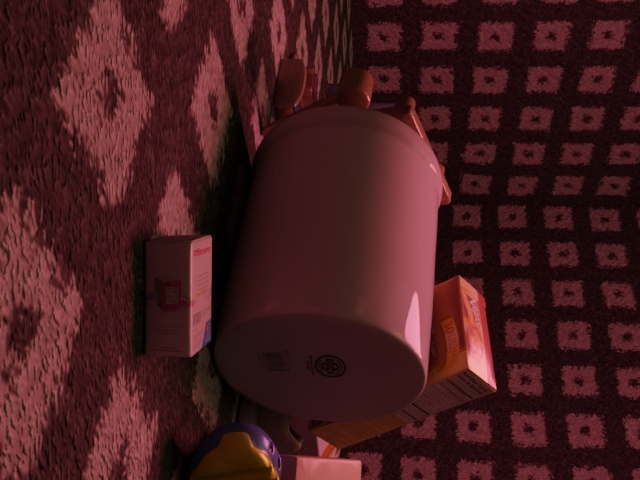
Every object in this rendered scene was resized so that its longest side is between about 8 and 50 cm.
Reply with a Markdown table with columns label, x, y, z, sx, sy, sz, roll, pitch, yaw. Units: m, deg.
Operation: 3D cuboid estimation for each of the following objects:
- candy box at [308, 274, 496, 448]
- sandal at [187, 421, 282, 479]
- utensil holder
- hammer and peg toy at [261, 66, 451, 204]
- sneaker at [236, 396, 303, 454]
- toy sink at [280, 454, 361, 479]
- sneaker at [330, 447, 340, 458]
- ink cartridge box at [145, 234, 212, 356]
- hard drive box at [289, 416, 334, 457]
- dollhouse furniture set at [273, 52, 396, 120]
| label | x | y | z | sx | sy | sz | roll | pitch | yaw |
| --- | --- | --- | --- | --- | --- | --- | --- | --- | --- |
| candy box | 0.127 | 0.206 | 1.260 | 0.088 | 0.317 | 0.182 | 38 | 37 | -32 |
| sandal | -0.109 | 0.313 | 1.025 | 0.317 | 0.126 | 0.138 | 97 | -4 | -53 |
| utensil holder | 0.024 | 0.040 | 1.178 | 0.327 | 0.328 | 0.385 | 84 | 11 | -50 |
| hammer and peg toy | 0.071 | -0.181 | 1.427 | 0.361 | 0.266 | 0.127 | 55 | 41 | -42 |
| sneaker | -0.070 | 0.235 | 1.286 | 0.099 | 0.121 | 0.262 | 66 | 26 | -77 |
| toy sink | -0.024 | 0.535 | 1.459 | 0.131 | 0.153 | 0.234 | -19 | -116 | 55 |
| sneaker | -0.016 | 0.600 | 1.991 | 0.146 | 0.123 | 0.330 | -3 | 96 | -66 |
| ink cartridge box | -0.152 | 0.056 | 0.821 | 0.088 | 0.052 | 0.122 | -35 | 127 | -83 |
| hard drive box | -0.001 | 0.401 | 1.815 | 0.181 | 0.089 | 0.232 | -49 | 146 | -40 |
| dollhouse furniture set | 0.074 | -0.298 | 1.624 | 0.198 | 0.304 | 0.286 | 84 | 10 | -54 |
